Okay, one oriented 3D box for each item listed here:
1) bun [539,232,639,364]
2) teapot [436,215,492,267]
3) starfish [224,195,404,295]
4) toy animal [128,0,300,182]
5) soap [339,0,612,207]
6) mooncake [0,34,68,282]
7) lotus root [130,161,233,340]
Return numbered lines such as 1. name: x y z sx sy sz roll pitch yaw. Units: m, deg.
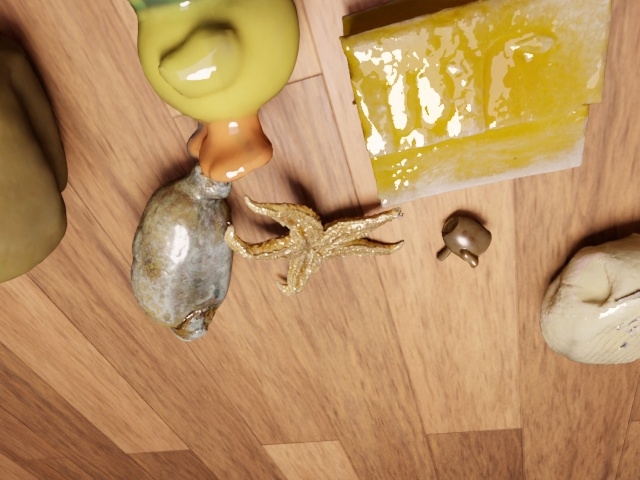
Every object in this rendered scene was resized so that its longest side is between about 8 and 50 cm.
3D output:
1. bun: 0.507 0.098 0.683 0.273 0.168 0.273 -3 135 -3
2. teapot: 0.233 0.011 0.702 0.080 0.085 0.110 34 143 -16
3. starfish: 0.000 -0.004 0.702 0.302 0.060 0.299 -11 145 -2
4. toy animal: -0.126 -0.256 0.477 0.191 0.216 0.338 -22 122 -11
5. soap: 0.185 -0.183 0.528 0.281 0.143 0.259 -13 127 10
6. mooncake: -0.576 -0.095 0.493 0.467 0.467 0.262 7 134 1
7. lotus root: -0.234 0.018 0.704 0.175 0.175 0.349 15 119 -5
